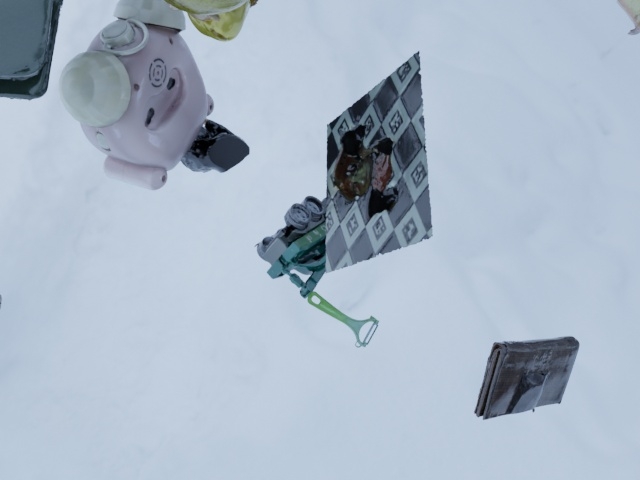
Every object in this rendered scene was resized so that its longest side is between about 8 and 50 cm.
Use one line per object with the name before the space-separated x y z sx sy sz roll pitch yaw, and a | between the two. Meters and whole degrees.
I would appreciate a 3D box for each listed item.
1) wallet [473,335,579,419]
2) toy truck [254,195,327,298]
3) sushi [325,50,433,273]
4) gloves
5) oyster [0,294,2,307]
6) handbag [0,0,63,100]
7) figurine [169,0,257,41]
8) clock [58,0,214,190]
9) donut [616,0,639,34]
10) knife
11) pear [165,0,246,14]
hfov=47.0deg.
wallet | 0.327 0.211 1.153 0.042 0.124 0.230 21 12 42
toy truck | -0.004 -0.006 1.780 0.178 0.176 0.363 47 38 4
sushi | 0.104 -0.105 1.169 0.059 0.292 0.294 10 71 -28
gloves | -0.284 -0.227 1.760 0.164 0.203 0.124 -19 113 -30
oyster | -0.744 -0.011 1.397 0.204 0.111 0.396 -34 115 -42
handbag | -0.575 -0.360 1.239 0.247 0.079 0.260 2 63 -8
figurine | -0.205 -0.430 1.289 0.246 0.131 0.156 -4 68 -62
clock | -0.374 -0.314 1.530 0.184 0.326 0.342 8 56 18
donut | 0.278 -0.232 0.520 0.117 0.166 0.065 -22 62 -16
knife | 0.042 0.166 1.603 0.166 0.022 0.078 31 67 -1
pear | -0.174 -0.416 1.039 0.197 0.197 0.197 21 46 -23
